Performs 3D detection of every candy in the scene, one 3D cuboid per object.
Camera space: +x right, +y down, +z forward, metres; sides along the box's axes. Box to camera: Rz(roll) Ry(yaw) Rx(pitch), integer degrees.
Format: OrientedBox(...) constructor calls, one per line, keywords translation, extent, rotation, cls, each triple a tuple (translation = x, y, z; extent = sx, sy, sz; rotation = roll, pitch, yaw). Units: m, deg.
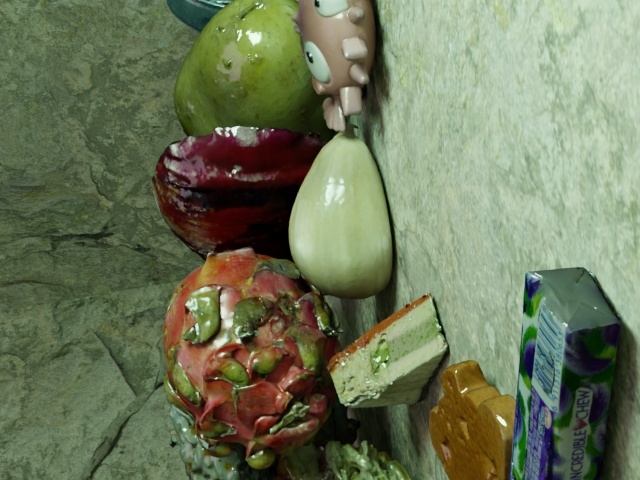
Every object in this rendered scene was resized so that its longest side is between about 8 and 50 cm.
OrientedBox(translation=(0.201, 0.166, 0.948), extent=(0.088, 0.061, 0.312), rotation=(-112, 16, -55), cls="candy")

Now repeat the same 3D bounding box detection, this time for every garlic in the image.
OrientedBox(translation=(0.036, -0.027, 1.565), extent=(0.164, 0.145, 0.245), rotation=(-48, -42, -62), cls="garlic")

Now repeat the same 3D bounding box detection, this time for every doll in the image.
OrientedBox(translation=(0.020, -0.265, 1.461), extent=(0.211, 0.093, 0.262), rotation=(-120, 25, -47), cls="doll")

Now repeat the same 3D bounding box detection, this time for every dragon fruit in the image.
OrientedBox(translation=(-0.101, 0.178, 1.594), extent=(0.269, 0.250, 0.291), rotation=(-48, 53, 44), cls="dragon fruit")

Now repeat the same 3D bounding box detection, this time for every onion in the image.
OrientedBox(translation=(-0.106, -0.051, 1.638), extent=(0.280, 0.314, 0.146), rotation=(74, -163, -64), cls="onion")

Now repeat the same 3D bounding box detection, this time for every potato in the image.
OrientedBox(translation=(-0.084, -0.223, 1.709), extent=(0.270, 0.219, 0.359), rotation=(40, 156, -1), cls="potato")

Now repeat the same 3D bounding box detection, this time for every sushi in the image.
OrientedBox(translation=(-0.103, 0.311, 1.887), extent=(0.417, 0.176, 0.417), rotation=(29, -127, -48), cls="sushi")

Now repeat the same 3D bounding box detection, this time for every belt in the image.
OrientedBox(translation=(-0.177, -0.470, 2.057), extent=(0.116, 0.206, 0.267), rotation=(93, 152, -48), cls="belt")

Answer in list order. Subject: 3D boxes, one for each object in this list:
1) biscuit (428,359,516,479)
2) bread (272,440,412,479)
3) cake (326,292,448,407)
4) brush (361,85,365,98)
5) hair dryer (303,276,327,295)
OrientedBox(translation=(0.186, 0.278, 1.188), extent=(0.284, 0.043, 0.306), rotation=(141, 117, -77), cls="biscuit")
OrientedBox(translation=(0.064, 0.425, 1.601), extent=(0.370, 0.192, 0.314), rotation=(134, 126, -72), cls="bread")
OrientedBox(translation=(0.119, 0.151, 1.459), extent=(0.220, 0.117, 0.086), rotation=(-40, 57, 40), cls="cake")
OrientedBox(translation=(0.054, -0.201, 1.575), extent=(0.083, 0.008, 0.024), rotation=(105, 150, -67), cls="brush")
OrientedBox(translation=(0.000, 0.000, 1.963), extent=(0.236, 0.073, 0.131), rotation=(-102, 6, -75), cls="hair dryer")
